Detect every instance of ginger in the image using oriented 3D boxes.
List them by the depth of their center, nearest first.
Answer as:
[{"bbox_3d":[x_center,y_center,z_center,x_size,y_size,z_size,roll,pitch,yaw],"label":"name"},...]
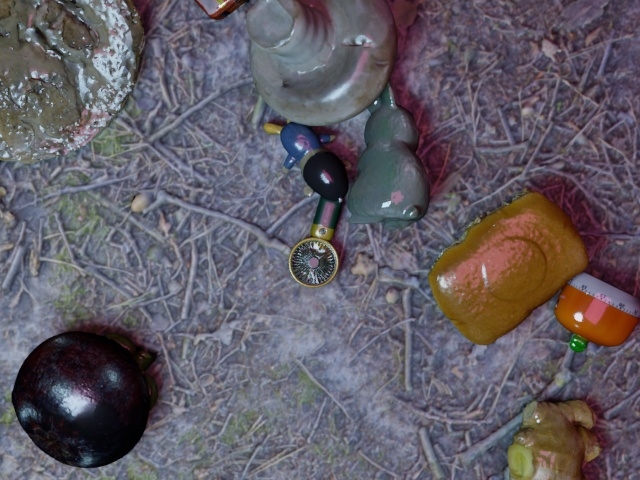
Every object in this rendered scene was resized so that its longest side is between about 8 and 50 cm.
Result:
[{"bbox_3d":[0.368,0.361,1.427,0.157,0.102,0.216,8,88,-28],"label":"ginger"}]

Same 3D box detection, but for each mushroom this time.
[{"bbox_3d":[-0.012,-0.295,1.311,0.243,0.243,0.244,0,93,-1],"label":"mushroom"}]

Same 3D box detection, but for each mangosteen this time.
[{"bbox_3d":[-0.358,0.231,1.367,0.216,0.216,0.216,0,93,-1],"label":"mangosteen"}]

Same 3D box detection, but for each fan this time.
[{"bbox_3d":[0.000,0.000,1.429,0.082,0.039,0.155,17,92,-1],"label":"fan"}]

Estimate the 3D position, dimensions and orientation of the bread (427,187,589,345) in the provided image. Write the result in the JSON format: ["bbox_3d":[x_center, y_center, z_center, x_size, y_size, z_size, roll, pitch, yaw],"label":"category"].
[{"bbox_3d":[0.289,0.040,1.397,0.245,0.121,0.174,-38,92,-1],"label":"bread"}]

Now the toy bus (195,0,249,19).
[{"bbox_3d":[-0.189,-0.427,1.385,0.077,0.079,0.174,-38,93,11],"label":"toy bus"}]

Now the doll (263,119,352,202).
[{"bbox_3d":[-0.013,-0.130,1.405,0.102,0.089,0.179,-34,70,1],"label":"doll"}]

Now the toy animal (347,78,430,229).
[{"bbox_3d":[0.114,-0.145,1.387,0.127,0.125,0.251,0,80,20],"label":"toy animal"}]

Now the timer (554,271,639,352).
[{"bbox_3d":[0.436,0.122,1.418,0.136,0.099,0.136,2,98,12],"label":"timer"}]

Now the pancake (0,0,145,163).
[{"bbox_3d":[-0.460,-0.296,1.328,0.386,0.082,0.387,-8,112,-20],"label":"pancake"}]
